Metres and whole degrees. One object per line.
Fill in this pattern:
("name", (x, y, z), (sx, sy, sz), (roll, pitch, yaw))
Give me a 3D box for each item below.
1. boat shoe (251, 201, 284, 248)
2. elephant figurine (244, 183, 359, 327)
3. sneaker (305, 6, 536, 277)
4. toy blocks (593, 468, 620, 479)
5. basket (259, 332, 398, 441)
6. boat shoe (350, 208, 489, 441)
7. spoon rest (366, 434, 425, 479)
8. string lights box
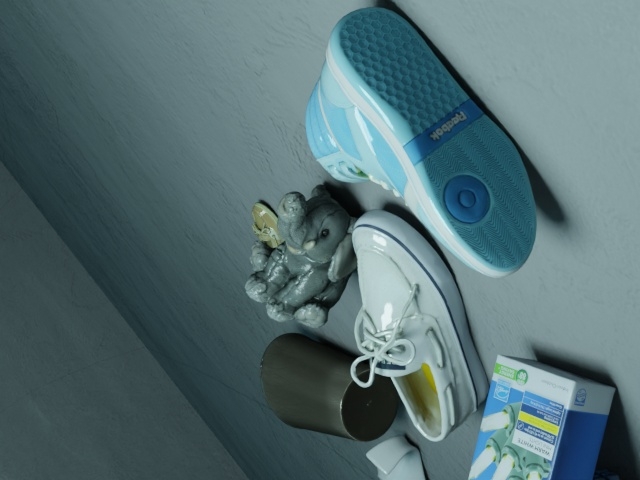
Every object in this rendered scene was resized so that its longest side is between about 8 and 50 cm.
("boat shoe", (-0.086, 0.004, 1.642), (0.056, 0.048, 0.153), (26, 146, 47))
("elephant figurine", (0.000, 0.000, 1.356), (0.169, 0.186, 0.239), (19, 129, -9))
("sneaker", (0.100, -0.082, 1.061), (0.319, 0.127, 0.208), (59, 157, 8))
("toy blocks", (0.350, 0.420, 1.260), (0.381, 0.191, 0.261), (155, 104, -84))
("basket", (0.022, 0.275, 1.723), (0.227, 0.154, 0.204), (8, 133, 55))
("boat shoe", (0.108, 0.139, 1.308), (0.136, 0.156, 0.367), (12, 137, 44))
("spoon rest", (0.153, 0.433, 1.821), (0.137, 0.084, 0.276), (42, 169, 26))
("string lights box", (0.255, 0.283, 1.160), (0.077, 0.259, 0.133), (13, -179, -33))
